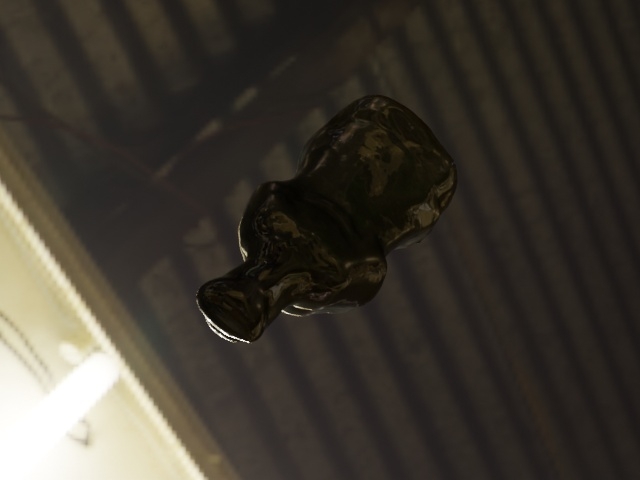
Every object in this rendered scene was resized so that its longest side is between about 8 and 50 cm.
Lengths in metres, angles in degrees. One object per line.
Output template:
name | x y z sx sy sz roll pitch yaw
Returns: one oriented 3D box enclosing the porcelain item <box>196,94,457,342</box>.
porcelain item | 0.000 0.000 0.822 0.081 0.069 0.215 47 -149 -3
